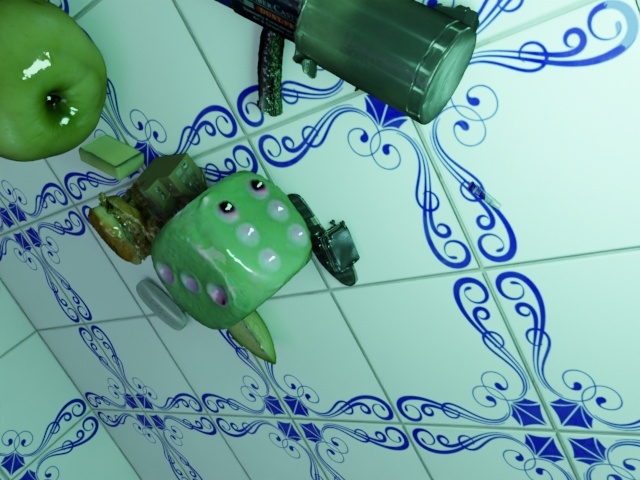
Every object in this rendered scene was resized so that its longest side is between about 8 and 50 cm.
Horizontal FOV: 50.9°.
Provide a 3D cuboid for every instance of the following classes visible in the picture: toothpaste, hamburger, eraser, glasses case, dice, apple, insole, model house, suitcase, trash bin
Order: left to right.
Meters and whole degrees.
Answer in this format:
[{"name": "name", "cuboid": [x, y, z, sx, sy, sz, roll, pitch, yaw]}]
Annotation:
[{"name": "apple", "cuboid": [-0.839, -0.456, 1.870, 0.474, 0.473, 0.473, 21, 132, 25]}, {"name": "eraser", "cuboid": [-0.648, -0.260, 2.090, 0.172, 0.117, 0.058, 26, 134, 21]}, {"name": "hamburger", "cuboid": [-0.596, -0.058, 2.126, 0.260, 0.211, 0.245, 55, 157, -10]}, {"name": "glasses case", "cuboid": [-0.581, 0.236, 2.454, 0.233, 0.059, 0.092, 44, 139, 4]}, {"name": "model house", "cuboid": [-0.414, -0.112, 2.004, 0.181, 0.176, 0.248, -2, 135, 41]}, {"name": "dice", "cuboid": [-0.238, 0.026, 1.820, 0.322, 0.318, 0.330, 51, 140, -4]}, {"name": "eraser", "cuboid": [-0.123, -0.538, 1.435, 0.332, 0.101, 0.155, 30, 165, 16]}, {"name": "insole", "cuboid": [0.000, 0.000, 1.845, 0.110, 0.012, 0.309, -21, 107, 47]}, {"name": "suitcase", "cuboid": [0.046, 0.017, 1.767, 0.059, 0.086, 0.126, 7, 126, 54]}, {"name": "trash bin", "cuboid": [0.124, -0.385, 1.314, 0.302, 0.203, 0.252, 32, 96, 18]}, {"name": "toothpaste", "cuboid": [0.361, -0.098, 1.480, 0.083, 0.015, 0.024, 41, 130, 14]}]

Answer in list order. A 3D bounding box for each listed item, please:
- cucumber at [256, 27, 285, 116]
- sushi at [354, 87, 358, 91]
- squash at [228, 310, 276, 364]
[{"name": "cucumber", "cuboid": [-0.119, -0.414, 1.592, 0.067, 0.067, 0.245, 24, 131, 23]}, {"name": "sushi", "cuboid": [0.060, -0.388, 1.476, 0.055, 0.052, 0.120, -29, 103, 32]}, {"name": "squash", "cuboid": [-0.255, 0.301, 2.167, 0.155, 0.204, 0.236, -30, 99, 12]}]
